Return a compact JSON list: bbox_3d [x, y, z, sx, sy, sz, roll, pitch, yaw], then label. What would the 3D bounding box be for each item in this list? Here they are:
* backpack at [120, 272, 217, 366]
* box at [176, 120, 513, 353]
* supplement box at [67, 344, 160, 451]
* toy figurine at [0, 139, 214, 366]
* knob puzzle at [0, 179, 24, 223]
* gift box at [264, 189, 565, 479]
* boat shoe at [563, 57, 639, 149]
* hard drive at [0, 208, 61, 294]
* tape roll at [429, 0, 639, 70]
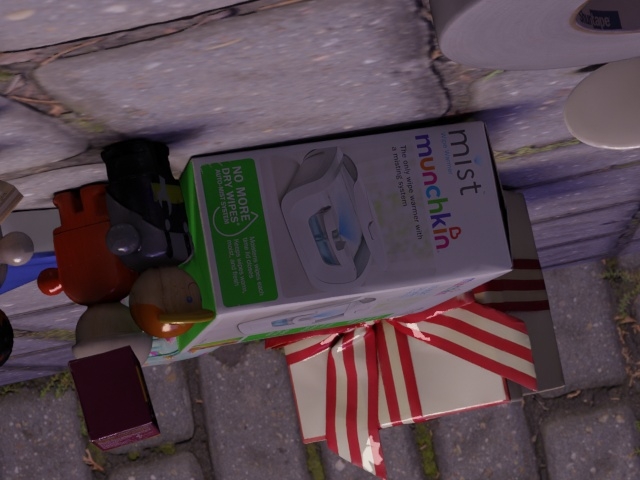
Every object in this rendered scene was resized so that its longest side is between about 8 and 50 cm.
[{"bbox_3d":[-0.154,0.067,1.551,0.182,0.115,0.152,-13,176,35],"label":"backpack"},{"bbox_3d":[0.000,0.000,1.215,0.231,0.127,0.262,-8,172,-14],"label":"box"},{"bbox_3d":[-0.134,0.104,0.985,0.043,0.055,0.083,-16,169,-5],"label":"supplement box"},{"bbox_3d":[-0.193,0.030,1.022,0.213,0.148,0.209,-7,172,-28],"label":"toy figurine"},{"bbox_3d":[-0.279,0.015,0.868,0.213,0.213,0.030,-15,130,31],"label":"knob puzzle"},{"bbox_3d":[0.108,0.089,1.534,0.255,0.276,0.258,-20,169,23],"label":"gift box"},{"bbox_3d":[0.261,-0.109,1.036,0.184,0.066,0.063,-24,169,18],"label":"boat shoe"},{"bbox_3d":[-0.345,0.033,1.252,0.210,0.040,0.318,-6,171,-40],"label":"hard drive"},{"bbox_3d":[0.145,-0.131,0.580,0.219,0.072,0.219,-11,174,-1],"label":"tape roll"}]
